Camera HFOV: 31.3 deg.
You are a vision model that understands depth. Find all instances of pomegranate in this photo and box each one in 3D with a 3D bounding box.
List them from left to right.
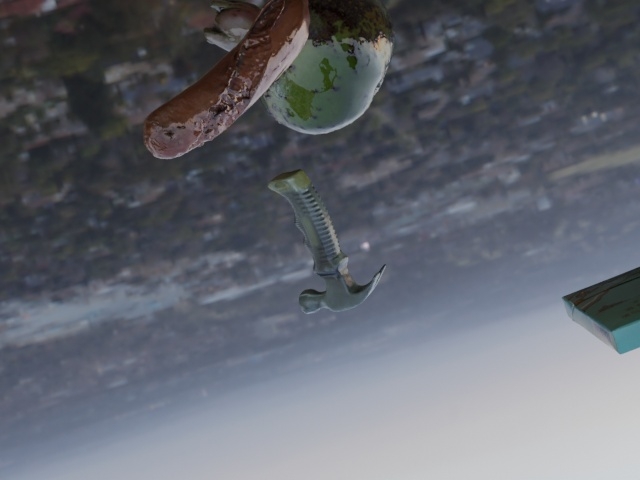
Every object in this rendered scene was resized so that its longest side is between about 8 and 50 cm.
[{"bbox_3d":[-0.044,-0.353,2.045,0.341,0.285,0.285,22,177,5],"label":"pomegranate"}]

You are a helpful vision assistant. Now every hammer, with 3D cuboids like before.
[{"bbox_3d":[0.000,0.000,1.713,0.159,0.226,0.041,-15,-165,36],"label":"hammer"}]

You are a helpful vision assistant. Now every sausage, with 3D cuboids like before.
[{"bbox_3d":[-0.109,-0.222,1.515,0.326,0.087,0.079,-49,-165,-27],"label":"sausage"}]

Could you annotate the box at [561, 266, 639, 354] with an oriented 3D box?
[{"bbox_3d":[0.432,0.083,1.531,0.162,0.041,0.229,-21,-171,0],"label":"box"}]
